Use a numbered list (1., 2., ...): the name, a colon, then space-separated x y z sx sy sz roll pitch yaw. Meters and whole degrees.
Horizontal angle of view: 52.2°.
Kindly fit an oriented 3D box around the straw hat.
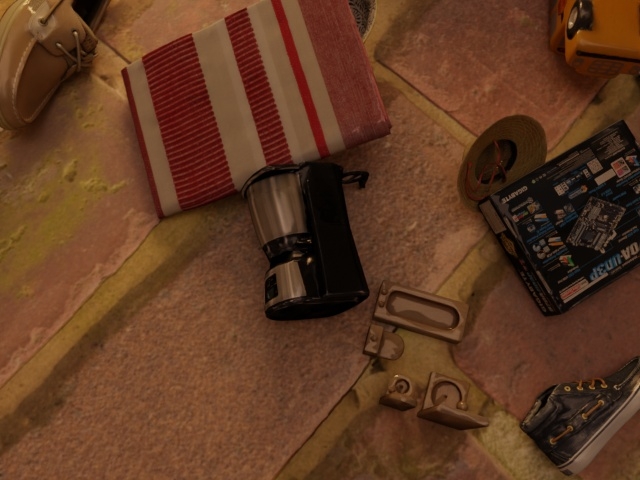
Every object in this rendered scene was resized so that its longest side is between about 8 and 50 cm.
1. straw hat: 0.227 -0.111 0.877 0.144 0.144 0.061 -29 36 -10

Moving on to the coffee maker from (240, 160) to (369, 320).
1. coffee maker: 0.000 0.000 0.809 0.171 0.120 0.178 -11 74 -6

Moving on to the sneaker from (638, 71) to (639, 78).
1. sneaker: 0.482 -0.228 0.942 0.043 0.040 0.109 -5 68 14

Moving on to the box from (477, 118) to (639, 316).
1. box: 0.344 -0.031 0.851 0.220 0.051 0.175 -30 86 -10

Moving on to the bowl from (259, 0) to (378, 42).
1. bowl: 0.004 -0.302 0.914 0.170 0.080 0.170 -3 80 16

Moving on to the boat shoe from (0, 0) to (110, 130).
1. boat shoe: -0.359 -0.283 0.896 0.098 0.109 0.302 12 67 3

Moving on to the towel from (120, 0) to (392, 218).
1. towel: -0.094 -0.187 0.861 0.329 0.037 0.237 -20 76 12

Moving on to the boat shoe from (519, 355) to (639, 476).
1. boat shoe: 0.326 0.188 0.788 0.083 0.065 0.183 44 77 10

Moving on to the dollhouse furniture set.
1. dollhouse furniture set: 0.127 0.127 0.771 0.144 0.123 0.151 16 73 3

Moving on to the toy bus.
1. toy bus: 0.397 -0.381 0.934 0.108 0.130 0.333 8 73 -1
